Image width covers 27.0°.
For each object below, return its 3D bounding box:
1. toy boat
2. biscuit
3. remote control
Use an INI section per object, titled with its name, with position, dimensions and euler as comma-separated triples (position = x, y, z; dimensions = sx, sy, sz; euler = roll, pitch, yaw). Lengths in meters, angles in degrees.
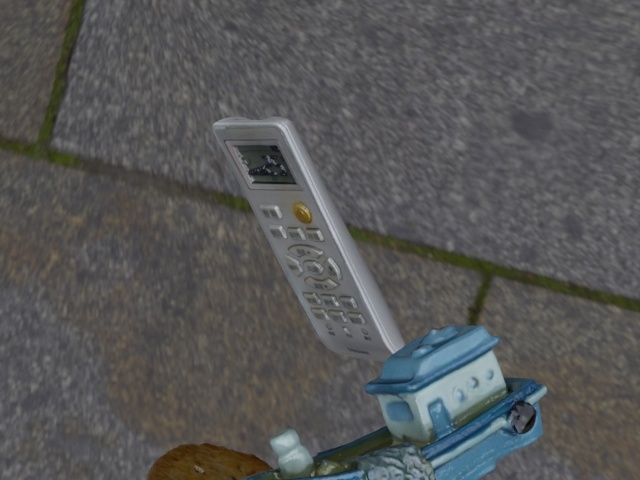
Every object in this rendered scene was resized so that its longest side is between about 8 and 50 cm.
[toy boat]
position = 0.045, 0.133, 0.913
dimensions = 0.238, 0.109, 0.098
euler = -25, 99, -30
[biscuit]
position = -0.081, 0.263, 1.279
dimensions = 0.188, 0.188, 0.027
euler = 23, 112, -12
[remote control]
position = 0.000, 0.000, 1.373
dimensions = 0.055, 0.109, 0.313
euler = -44, 121, -31
